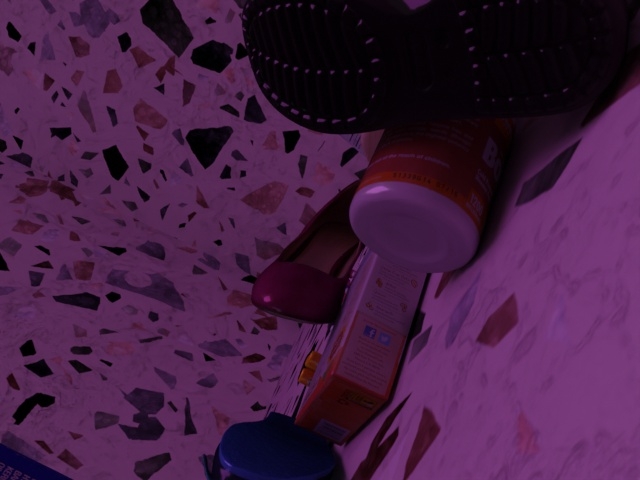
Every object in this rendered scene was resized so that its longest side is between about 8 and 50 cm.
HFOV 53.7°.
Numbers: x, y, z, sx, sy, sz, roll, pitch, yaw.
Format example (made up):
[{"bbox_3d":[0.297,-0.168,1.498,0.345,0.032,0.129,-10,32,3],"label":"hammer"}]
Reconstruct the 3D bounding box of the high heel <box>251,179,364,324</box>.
[{"bbox_3d":[0.000,0.000,0.905,0.377,0.127,0.182,-40,-34,-78],"label":"high heel"}]

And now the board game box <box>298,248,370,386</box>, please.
[{"bbox_3d":[0.086,0.043,1.230,0.390,0.050,0.390,-66,2,-62],"label":"board game box"}]

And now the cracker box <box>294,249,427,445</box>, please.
[{"bbox_3d":[0.056,0.101,0.735,0.156,0.067,0.232,116,179,-53],"label":"cracker box"}]

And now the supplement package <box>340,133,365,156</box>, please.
[{"bbox_3d":[0.137,-0.297,1.337,0.194,0.203,0.149,-44,-9,-30],"label":"supplement package"}]

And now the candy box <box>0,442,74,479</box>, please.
[{"bbox_3d":[-0.147,0.246,0.411,0.122,0.317,0.268,-63,1,-33],"label":"candy box"}]

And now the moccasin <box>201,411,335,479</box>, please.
[{"bbox_3d":[-0.047,0.277,0.713,0.342,0.137,0.117,53,-123,-75],"label":"moccasin"}]

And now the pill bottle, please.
[{"bbox_3d":[0.118,-0.087,0.611,0.121,0.121,0.216,117,178,-62],"label":"pill bottle"}]

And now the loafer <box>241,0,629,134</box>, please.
[{"bbox_3d":[0.082,-0.169,0.544,0.130,0.365,0.134,-36,-52,-39],"label":"loafer"}]

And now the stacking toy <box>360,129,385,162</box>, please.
[{"bbox_3d":[0.200,-0.261,1.160,0.330,0.141,0.141,-57,-3,-34],"label":"stacking toy"}]
